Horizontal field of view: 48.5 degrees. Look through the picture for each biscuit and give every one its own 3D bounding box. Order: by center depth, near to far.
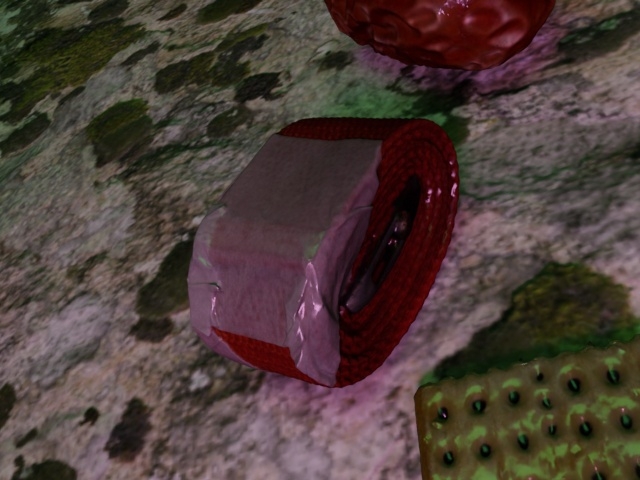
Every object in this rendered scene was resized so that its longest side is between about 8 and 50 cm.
[{"bbox_3d":[0.163,0.106,0.368,0.232,0.016,0.139,-16,45,17],"label":"biscuit"}]

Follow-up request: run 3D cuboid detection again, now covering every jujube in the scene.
[{"bbox_3d":[0.098,-0.234,0.640,0.155,0.155,0.230,-42,33,-12],"label":"jujube"}]

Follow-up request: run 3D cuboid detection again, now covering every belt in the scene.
[{"bbox_3d":[0.000,0.000,0.481,0.124,0.128,0.200,9,52,37],"label":"belt"}]
